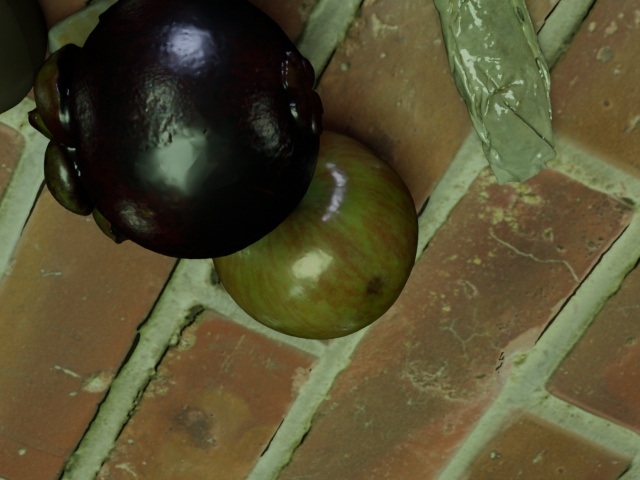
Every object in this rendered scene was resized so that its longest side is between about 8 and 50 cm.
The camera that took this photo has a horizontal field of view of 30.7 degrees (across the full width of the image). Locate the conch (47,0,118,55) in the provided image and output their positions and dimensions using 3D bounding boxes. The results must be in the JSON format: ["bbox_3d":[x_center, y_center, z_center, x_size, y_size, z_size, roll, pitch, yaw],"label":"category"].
[{"bbox_3d":[-0.237,-0.238,1.441,0.255,0.127,0.158,-35,109,20],"label":"conch"}]

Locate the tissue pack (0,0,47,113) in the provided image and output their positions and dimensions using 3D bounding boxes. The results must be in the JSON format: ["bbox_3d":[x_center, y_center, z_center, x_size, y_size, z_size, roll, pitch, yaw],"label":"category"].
[{"bbox_3d":[-0.510,-0.296,1.353,0.268,0.277,0.387,-18,114,17],"label":"tissue pack"}]

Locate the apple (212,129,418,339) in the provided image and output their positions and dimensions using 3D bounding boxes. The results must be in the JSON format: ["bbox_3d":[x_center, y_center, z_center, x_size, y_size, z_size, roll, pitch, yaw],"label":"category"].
[{"bbox_3d":[0.000,0.000,1.484,0.265,0.264,0.264,2,118,4],"label":"apple"}]

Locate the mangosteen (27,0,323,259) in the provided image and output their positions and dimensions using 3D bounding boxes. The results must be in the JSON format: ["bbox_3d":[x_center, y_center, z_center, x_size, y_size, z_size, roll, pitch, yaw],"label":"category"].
[{"bbox_3d":[-0.171,-0.126,1.302,0.347,0.307,0.306,-9,117,19],"label":"mangosteen"}]

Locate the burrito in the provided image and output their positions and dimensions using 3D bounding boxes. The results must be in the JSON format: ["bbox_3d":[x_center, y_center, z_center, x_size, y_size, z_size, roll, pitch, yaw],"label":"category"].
[{"bbox_3d":[0.208,-0.247,1.426,0.117,0.076,0.392,-17,115,12],"label":"burrito"}]
